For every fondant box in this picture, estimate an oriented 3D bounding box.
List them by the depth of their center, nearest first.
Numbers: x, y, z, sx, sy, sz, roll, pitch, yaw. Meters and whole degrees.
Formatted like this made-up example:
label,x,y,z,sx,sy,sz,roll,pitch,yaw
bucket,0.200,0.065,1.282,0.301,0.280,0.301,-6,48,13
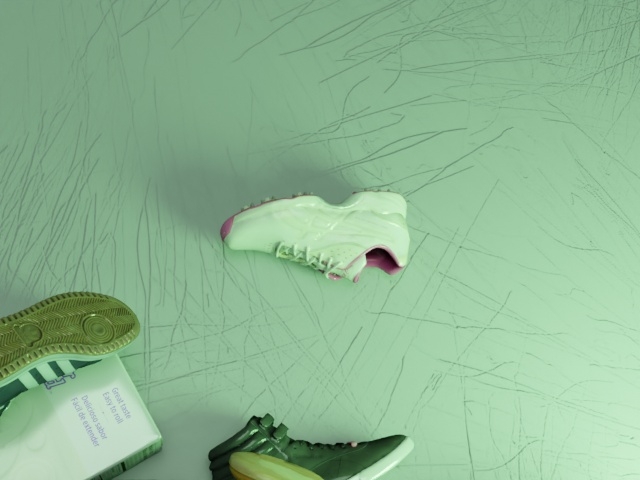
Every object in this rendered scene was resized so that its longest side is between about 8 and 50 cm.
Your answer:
label,x,y,z,sx,sy,sz,roll,pitch,yaw
fondant box,-0.412,0.251,1.067,0.330,0.096,0.238,-26,72,-22

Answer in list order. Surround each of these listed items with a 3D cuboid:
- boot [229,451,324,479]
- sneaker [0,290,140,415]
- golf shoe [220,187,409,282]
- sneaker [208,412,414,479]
label,x,y,z,sx,sy,sz,roll,pitch,yaw
boot,-0.029,0.407,0.996,0.295,0.104,0.211,31,90,-18
sneaker,-0.373,0.160,1.023,0.282,0.153,0.099,-15,61,-50
golf shoe,0.000,0.000,1.255,0.306,0.115,0.140,-6,69,-12
sneaker,-0.020,0.292,1.111,0.295,0.104,0.147,-20,75,-14
